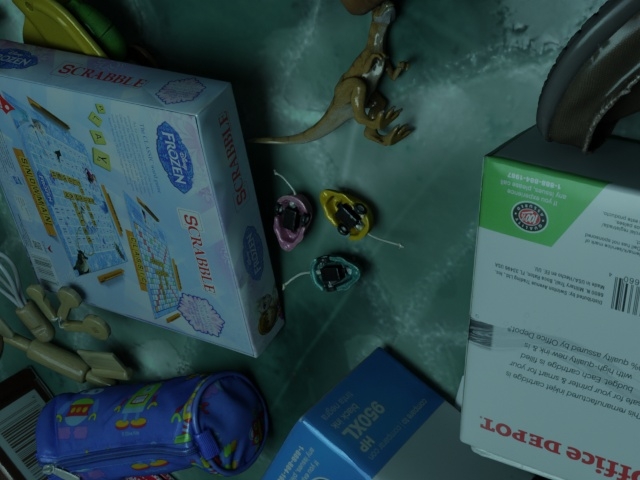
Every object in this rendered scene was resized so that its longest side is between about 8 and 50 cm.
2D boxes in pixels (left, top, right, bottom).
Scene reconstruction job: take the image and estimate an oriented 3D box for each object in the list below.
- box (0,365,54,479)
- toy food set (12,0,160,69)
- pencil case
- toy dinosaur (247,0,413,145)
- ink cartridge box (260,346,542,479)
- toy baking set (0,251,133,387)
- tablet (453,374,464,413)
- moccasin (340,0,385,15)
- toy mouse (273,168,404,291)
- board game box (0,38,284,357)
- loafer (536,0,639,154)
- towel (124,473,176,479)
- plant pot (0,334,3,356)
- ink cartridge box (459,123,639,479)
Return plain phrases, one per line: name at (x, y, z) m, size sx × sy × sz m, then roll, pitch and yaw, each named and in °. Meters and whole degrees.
box at (-0.466, 0.355, 1.643) m, size 0.191 × 0.143 × 0.381 m, roll 51°, pitch 126°, yaw 4°
toy food set at (-0.234, -0.193, 1.289) m, size 0.218 × 0.071 × 0.128 m, roll 51°, pitch 150°, yaw -15°
pencil case at (-0.211, 0.228, 1.419) m, size 0.306 × 0.133 × 0.119 m, roll -13°, pitch 111°, yaw 35°
toy dinosaur at (0.031, -0.136, 1.160) m, size 0.112 × 0.064 × 0.211 m, roll 52°, pitch 121°, yaw 27°
ink cartridge box at (0.115, 0.353, 1.236) m, size 0.395 × 0.166 × 0.285 m, roll 39°, pitch 128°, yaw 13°
toy baking set at (-0.339, 0.094, 1.465) m, size 0.256 × 0.030 × 0.197 m, roll 21°, pitch 141°, yaw 15°
tablet at (0.160, 0.182, 1.235) m, size 0.054 × 0.006 × 0.083 m, roll 25°, pitch 121°, yaw 23°
moccasin at (-0.034, -0.376, 1.052) m, size 0.147 × 0.139 × 0.380 m, roll -29°, pitch 102°, yaw 30°
toy mouse at (0.000, 0.000, 1.246) m, size 0.161 × 0.031 × 0.143 m, roll 41°, pitch 126°, yaw 13°
board game box at (-0.209, -0.046, 1.289) m, size 0.318 × 0.066 × 0.319 m, roll 15°, pitch 135°, yaw 28°
loafer at (0.308, -0.175, 0.901) m, size 0.130 × 0.134 × 0.366 m, roll 48°, pitch 128°, yaw 6°
towel at (-0.222, 0.418, 1.575) m, size 0.199 × 0.031 × 0.275 m, roll 37°, pitch 125°, yaw 14°
plant pot at (-0.535, 0.133, 1.573) m, size 0.167 × 0.165 × 0.167 m, roll 14°, pitch 117°, yaw 29°
ink cartridge box at (0.247, 0.065, 1.053) m, size 0.211 × 0.121 × 0.289 m, roll 16°, pitch 118°, yaw 27°
